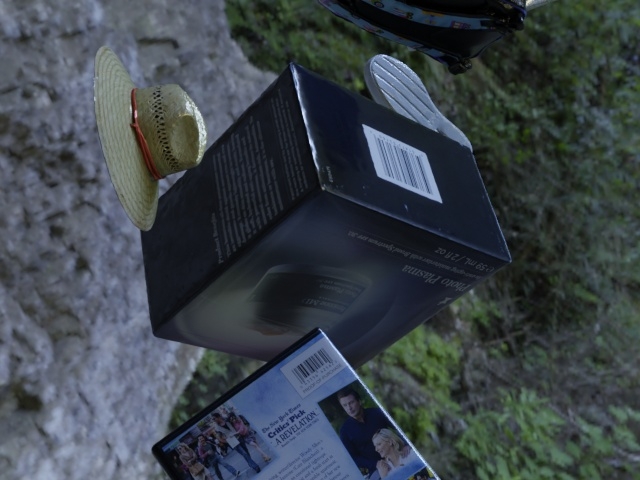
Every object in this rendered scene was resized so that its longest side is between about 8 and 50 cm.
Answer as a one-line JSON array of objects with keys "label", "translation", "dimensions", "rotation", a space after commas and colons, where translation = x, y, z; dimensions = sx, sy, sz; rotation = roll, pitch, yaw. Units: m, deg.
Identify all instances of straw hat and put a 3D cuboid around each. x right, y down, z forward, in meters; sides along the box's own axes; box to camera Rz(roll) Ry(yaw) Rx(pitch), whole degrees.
[{"label": "straw hat", "translation": [-0.119, -0.083, 0.726], "dimensions": [0.061, 0.144, 0.144], "rotation": [-12, 24, 4]}]

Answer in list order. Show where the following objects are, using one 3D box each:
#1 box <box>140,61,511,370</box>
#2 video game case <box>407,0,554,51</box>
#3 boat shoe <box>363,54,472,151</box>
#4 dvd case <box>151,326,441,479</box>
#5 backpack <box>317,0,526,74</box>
[{"label": "box", "translation": [0.000, 0.000, 1.099], "dimensions": [0.294, 0.296, 0.183], "rotation": [-40, 48, 34]}, {"label": "video game case", "translation": [0.153, -0.352, 1.090], "dimensions": [0.206, 0.227, 0.026], "rotation": [-22, 1, -14]}, {"label": "boat shoe", "translation": [0.185, -0.251, 1.987], "dimensions": [0.109, 0.302, 0.094], "rotation": [-52, 19, -26]}, {"label": "dvd case", "translation": [0.004, 0.220, 0.800], "dimensions": [0.180, 0.253, 0.022], "rotation": [-35, -15, -17]}, {"label": "backpack", "translation": [0.087, -0.237, 0.848], "dimensions": [0.173, 0.117, 0.158], "rotation": [16, -9, -10]}]
